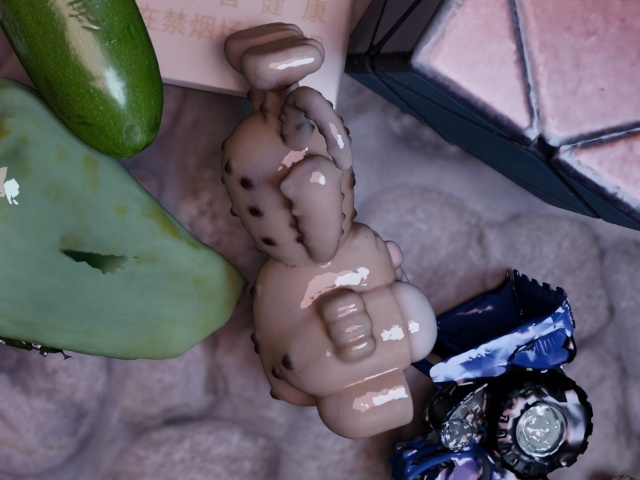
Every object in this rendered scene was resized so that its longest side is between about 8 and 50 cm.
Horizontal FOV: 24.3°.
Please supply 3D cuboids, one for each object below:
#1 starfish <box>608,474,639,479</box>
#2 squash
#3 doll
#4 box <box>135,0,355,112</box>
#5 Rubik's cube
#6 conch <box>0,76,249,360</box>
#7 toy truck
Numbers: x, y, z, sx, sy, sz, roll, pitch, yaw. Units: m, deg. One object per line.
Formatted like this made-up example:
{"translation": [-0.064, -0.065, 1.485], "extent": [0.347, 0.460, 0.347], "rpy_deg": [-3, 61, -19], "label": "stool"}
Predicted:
{"translation": [0.208, 0.294, 1.074], "extent": [0.238, 0.071, 0.216], "rpy_deg": [-55, 135, -26], "label": "starfish"}
{"translation": [-0.178, -0.185, 0.912], "extent": [0.082, 0.082, 0.292], "rpy_deg": [-27, 90, -8], "label": "squash"}
{"translation": [-0.001, -0.002, 0.962], "extent": [0.119, 0.154, 0.278], "rpy_deg": [-18, 122, -10], "label": "doll"}
{"translation": [-0.058, -0.280, 0.987], "extent": [0.204, 0.051, 0.365], "rpy_deg": [9, 94, -11], "label": "box"}
{"translation": [0.162, -0.147, 0.975], "extent": [0.205, 0.205, 0.207], "rpy_deg": [31, 91, -14], "label": "Rubik's cube"}
{"translation": [-0.182, 0.004, 0.972], "extent": [0.250, 0.137, 0.143], "rpy_deg": [49, 57, -32], "label": "conch"}
{"translation": [0.114, 0.127, 1.043], "extent": [0.126, 0.113, 0.208], "rpy_deg": [2, 95, -11], "label": "toy truck"}
